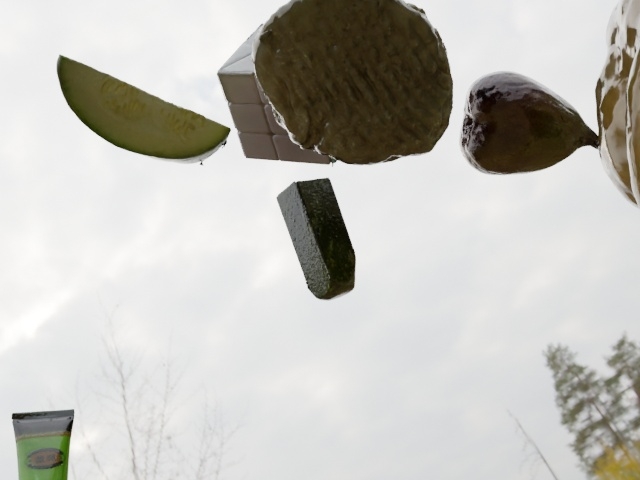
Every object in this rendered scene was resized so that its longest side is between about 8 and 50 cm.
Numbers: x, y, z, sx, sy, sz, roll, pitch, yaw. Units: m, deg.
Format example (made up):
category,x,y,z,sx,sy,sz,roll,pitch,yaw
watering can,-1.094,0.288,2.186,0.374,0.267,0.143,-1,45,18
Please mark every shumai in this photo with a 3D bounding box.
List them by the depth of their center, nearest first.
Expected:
category,x,y,z,sx,sy,sz,roll,pitch,yaw
shumai,0.056,-0.270,1.098,0.314,0.262,0.267,35,-70,-14

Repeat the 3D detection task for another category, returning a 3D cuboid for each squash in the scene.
category,x,y,z,sx,sy,sz,roll,pitch,yaw
squash,-0.300,-0.201,1.185,0.288,0.203,0.111,16,-86,-79

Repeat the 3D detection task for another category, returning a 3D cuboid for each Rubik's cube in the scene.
category,x,y,z,sx,sy,sz,roll,pitch,yaw
Rubik's cube,-0.050,-0.313,1.471,0.221,0.231,0.225,6,-46,24

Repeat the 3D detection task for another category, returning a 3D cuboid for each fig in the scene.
category,x,y,z,sx,sy,sz,roll,pitch,yaw
fig,0.362,-0.171,1.130,0.274,0.145,0.170,16,-68,6

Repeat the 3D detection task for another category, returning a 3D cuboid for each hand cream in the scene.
category,x,y,z,sx,sy,sz,roll,pitch,yaw
hand cream,-0.159,0.158,0.401,0.036,0.122,0.023,2,-33,-26

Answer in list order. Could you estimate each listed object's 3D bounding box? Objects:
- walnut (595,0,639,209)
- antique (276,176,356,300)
category,x,y,z,sx,sy,sz,roll,pitch,yaw
walnut,0.479,-0.178,0.768,0.383,0.383,0.383,-20,-33,-13
antique,0.000,0.000,1.282,0.080,0.221,0.081,-11,-14,-36
